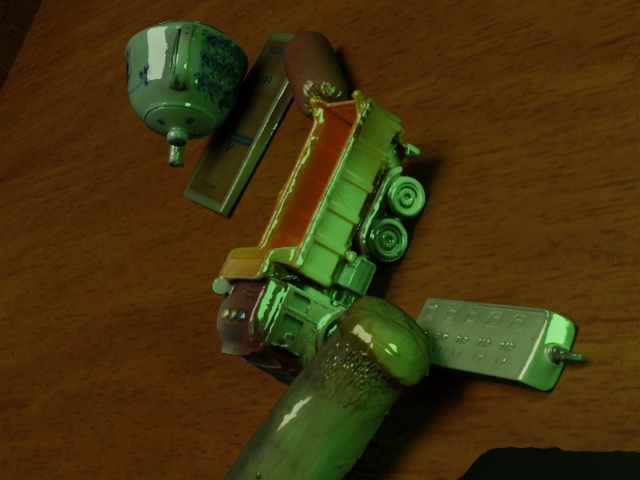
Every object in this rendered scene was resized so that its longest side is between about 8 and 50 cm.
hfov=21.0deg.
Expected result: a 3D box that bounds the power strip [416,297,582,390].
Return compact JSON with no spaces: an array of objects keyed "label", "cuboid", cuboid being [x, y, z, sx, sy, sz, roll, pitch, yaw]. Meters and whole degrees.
[{"label":"power strip","cuboid":[0.136,0.084,1.405,0.252,0.027,0.060,2,66,65]}]

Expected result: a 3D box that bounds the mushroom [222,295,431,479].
[{"label":"mushroom","cuboid":[-0.017,0.187,1.508,0.351,0.095,0.123,-54,10,32]}]

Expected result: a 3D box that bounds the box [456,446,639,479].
[{"label":"box","cuboid":[0.141,0.295,1.079,0.359,0.091,0.350,-11,53,62]}]

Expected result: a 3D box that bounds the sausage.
[{"label":"sausage","cuboid":[-0.006,-0.187,1.964,0.062,0.062,0.154,-53,25,20]}]

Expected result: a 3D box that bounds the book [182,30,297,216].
[{"label":"book","cuboid":[-0.089,-0.149,2.149,0.242,0.018,0.170,-62,23,-2]}]

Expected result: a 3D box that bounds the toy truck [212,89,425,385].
[{"label":"toy truck","cuboid":[0.000,0.000,1.644,0.114,0.135,0.270,-1,63,63]}]

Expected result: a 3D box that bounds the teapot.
[{"label":"teapot","cuboid":[-0.173,-0.186,2.165,0.232,0.159,0.159,100,-174,-64]}]
